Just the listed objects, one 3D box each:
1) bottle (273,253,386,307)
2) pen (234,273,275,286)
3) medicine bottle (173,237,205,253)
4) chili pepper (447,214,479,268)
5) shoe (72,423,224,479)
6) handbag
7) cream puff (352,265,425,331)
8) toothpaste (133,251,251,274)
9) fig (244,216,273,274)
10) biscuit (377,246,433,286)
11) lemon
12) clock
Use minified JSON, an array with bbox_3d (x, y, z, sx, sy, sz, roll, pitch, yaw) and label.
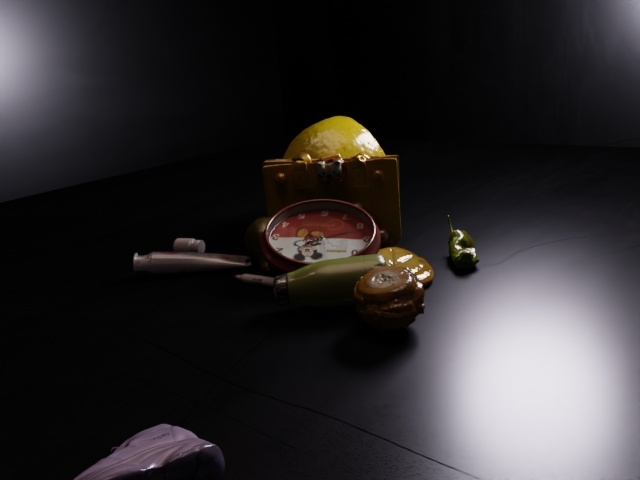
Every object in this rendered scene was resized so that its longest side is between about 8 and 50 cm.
[{"bbox_3d":[0.023,0.099,1.475,0.260,0.112,0.112,-7,17,0],"label":"bottle"},{"bbox_3d":[-0.138,0.104,1.652,0.218,0.026,0.026,6,20,33],"label":"pen"},{"bbox_3d":[-0.399,0.020,1.964,0.089,0.052,0.052,2,18,24],"label":"medicine bottle"},{"bbox_3d":[0.374,0.016,1.715,0.072,0.073,0.204,12,28,-4],"label":"chili pepper"},{"bbox_3d":[-0.266,0.321,0.879,0.245,0.095,0.138,-13,15,-36],"label":"shoe"},{"bbox_3d":[0.032,-0.115,1.883,0.401,0.282,0.133,-1,21,9],"label":"handbag"},{"bbox_3d":[0.145,0.125,1.344,0.150,0.115,0.165,-6,25,21],"label":"cream puff"},{"bbox_3d":[-0.354,0.060,1.810,0.324,0.066,0.100,-1,12,-3],"label":"toothpaste"},{"bbox_3d":[-0.141,0.026,1.815,0.133,0.184,0.127,-39,-30,27],"label":"fig"},{"bbox_3d":[0.181,0.070,1.635,0.203,0.041,0.260,-5,21,8],"label":"biscuit"},{"bbox_3d":[0.023,-0.199,2.084,0.365,0.364,0.364,-5,17,1],"label":"lemon"},{"bbox_3d":[0.000,0.000,1.701,0.319,0.080,0.318,-1,37,1],"label":"clock"}]
